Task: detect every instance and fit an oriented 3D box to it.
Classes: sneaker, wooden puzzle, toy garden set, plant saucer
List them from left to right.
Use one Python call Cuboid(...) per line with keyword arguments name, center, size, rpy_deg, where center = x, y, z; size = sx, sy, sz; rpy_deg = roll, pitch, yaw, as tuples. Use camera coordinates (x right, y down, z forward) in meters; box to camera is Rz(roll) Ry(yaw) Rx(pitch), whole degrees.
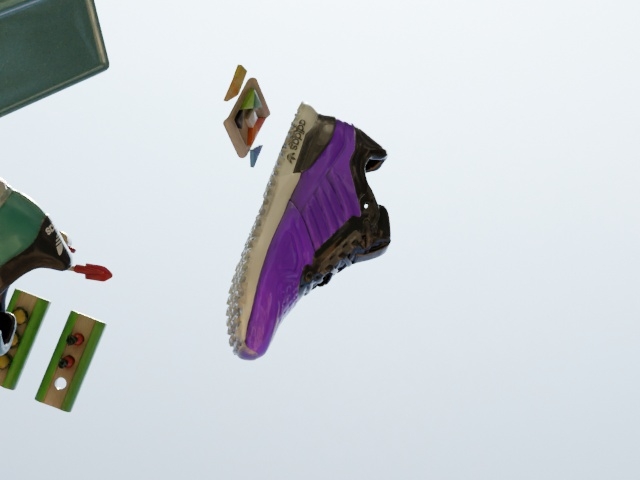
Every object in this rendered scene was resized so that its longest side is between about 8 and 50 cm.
Cuboid(name="sneaker", center=(-0.337, 0.084, 1.004), size=(0.121, 0.302, 0.108), rpy_deg=(41, -172, -15))
Cuboid(name="plant saucer", center=(-0.189, -0.084, 0.608), size=(0.018, 0.067, 0.192), rpy_deg=(20, -140, 40))
Cuboid(name="toy garden set", center=(-0.355, 0.052, 1.305), size=(0.244, 0.049, 0.203), rpy_deg=(21, -95, 0))
Cuboid(name="wooden puzzle", center=(-0.083, -0.141, 1.353), size=(0.014, 0.116, 0.078), rpy_deg=(14, -114, 26))
Cuboid(name="sneaker", center=(0.000, -0.001, 1.241), size=(0.146, 0.102, 0.293), rpy_deg=(20, -111, -6))
